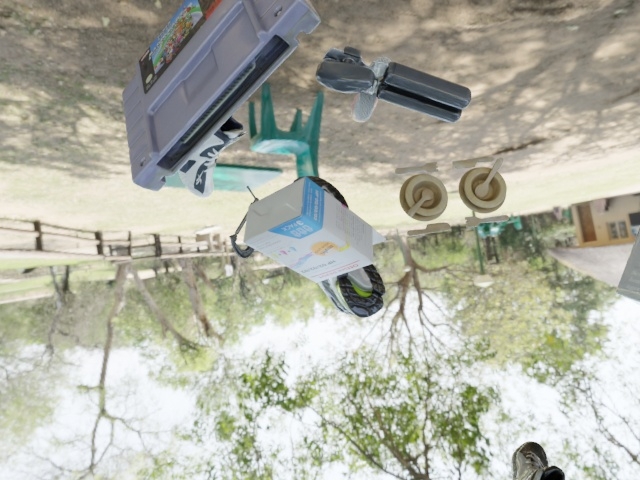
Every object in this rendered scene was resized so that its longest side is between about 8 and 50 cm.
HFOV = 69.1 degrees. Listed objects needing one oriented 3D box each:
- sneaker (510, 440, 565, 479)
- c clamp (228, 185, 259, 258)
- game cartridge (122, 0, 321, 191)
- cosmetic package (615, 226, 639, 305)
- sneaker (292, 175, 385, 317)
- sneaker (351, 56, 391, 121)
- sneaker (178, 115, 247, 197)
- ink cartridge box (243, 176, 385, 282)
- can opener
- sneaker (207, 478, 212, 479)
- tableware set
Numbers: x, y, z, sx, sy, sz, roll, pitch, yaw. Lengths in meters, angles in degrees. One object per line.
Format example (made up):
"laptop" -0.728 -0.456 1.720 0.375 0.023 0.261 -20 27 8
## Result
"sneaker" 0.424 0.451 0.886 0.229 0.086 0.132 -35 155 -51
"c clamp" -0.191 -0.039 1.209 0.022 0.160 0.137 11 157 32
"game cartridge" -0.173 -0.265 0.681 0.355 0.230 0.068 -38 148 24
"cosmetic package" 0.390 0.047 0.421 0.238 0.107 0.127 17 -176 -34
"sneaker" 0.010 0.017 0.902 0.111 0.300 0.121 -17 170 -29
"sneaker" 0.098 -0.300 0.936 0.051 0.134 0.070 23 -176 -7
"sneaker" -0.229 -0.199 1.014 0.153 0.235 0.094 4 -153 14
"ink cartridge box" 0.000 0.000 0.627 0.104 0.061 0.181 -22 142 35
"can opener" 0.130 -0.269 0.846 0.283 0.095 0.076 18 150 -3
"sneaker" -0.205 0.512 0.777 0.114 0.152 0.305 -39 178 -11
"tableware set" 0.235 -0.086 0.811 0.194 0.128 0.039 -8 168 -4
